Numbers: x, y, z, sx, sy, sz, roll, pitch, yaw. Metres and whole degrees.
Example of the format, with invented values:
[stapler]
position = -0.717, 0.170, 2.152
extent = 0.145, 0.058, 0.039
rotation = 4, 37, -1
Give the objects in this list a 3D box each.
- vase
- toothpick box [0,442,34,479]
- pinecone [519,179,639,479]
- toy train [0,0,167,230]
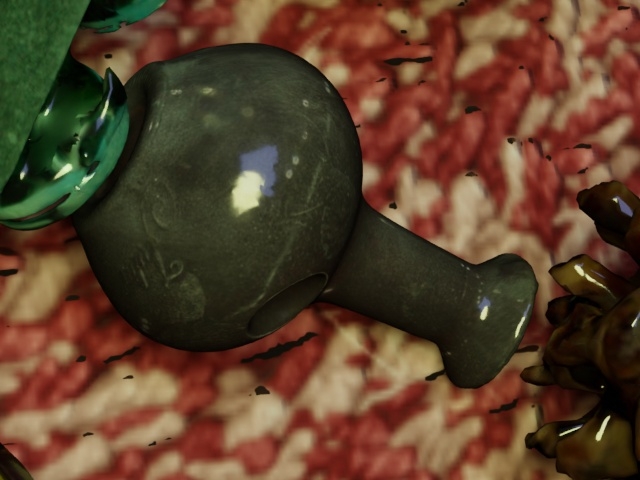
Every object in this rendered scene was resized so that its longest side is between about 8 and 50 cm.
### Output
[vase]
position = 0.000, 0.000, 0.713
extent = 0.183, 0.120, 0.120
rotation = 24, 64, -23
[toothpick box]
position = -0.196, 0.163, 0.553
extent = 0.271, 0.175, 0.175
rotation = -27, 79, -26
[pinecone]
position = 0.207, 0.070, 0.685
extent = 0.272, 0.224, 0.224
rotation = 24, 62, 21
[toy train]
position = -0.142, -0.091, 0.672
extent = 0.112, 0.163, 0.203
rotation = 47, 53, -40
